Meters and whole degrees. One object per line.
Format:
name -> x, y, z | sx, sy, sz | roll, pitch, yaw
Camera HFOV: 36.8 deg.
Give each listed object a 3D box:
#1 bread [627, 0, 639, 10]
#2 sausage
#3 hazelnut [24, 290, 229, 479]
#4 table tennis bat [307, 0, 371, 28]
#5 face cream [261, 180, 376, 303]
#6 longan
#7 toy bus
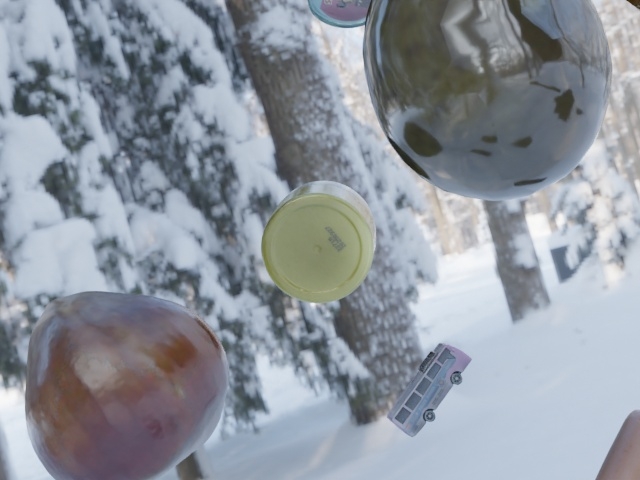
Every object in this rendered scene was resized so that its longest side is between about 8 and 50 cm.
bread -> 0.343, -0.340, 1.082 | 0.103, 0.172, 0.132 | -53, -2, 5
sausage -> 0.580, 0.423, 1.814 | 0.086, 0.086, 0.289 | -18, 21, 46
hazelnut -> -0.324, 0.245, 1.622 | 0.359, 0.359, 0.409 | -15, -1, -16
table tennis bat -> 0.012, -0.452, 1.729 | 0.244, 0.153, 0.040 | 10, -19, 13
face cream -> 0.000, 0.000, 1.904 | 0.218, 0.218, 0.179 | -16, 9, 7
longan -> 0.235, -0.253, 1.376 | 0.336, 0.404, 0.404 | -17, -1, -13
toy bus -> 0.141, 0.193, 1.257 | 0.130, 0.052, 0.037 | -53, 7, -5
